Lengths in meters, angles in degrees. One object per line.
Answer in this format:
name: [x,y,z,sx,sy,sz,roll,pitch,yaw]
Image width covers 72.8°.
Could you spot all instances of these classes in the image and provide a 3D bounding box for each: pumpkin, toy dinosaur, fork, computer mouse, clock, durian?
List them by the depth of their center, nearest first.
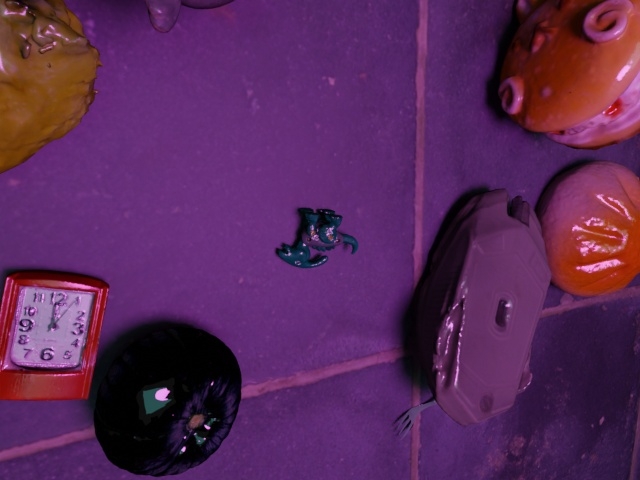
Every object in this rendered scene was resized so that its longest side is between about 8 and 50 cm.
durian: [-0.404,-0.156,0.403,0.340,0.204,0.256,-40,93,-5]
clock: [-0.341,0.117,0.550,0.113,0.061,0.155,11,92,-27]
pumpkin: [-0.201,0.214,0.589,0.202,0.140,0.202,-20,119,-41]
toy dinosaur: [0.000,0.000,0.694,0.132,0.059,0.096,6,106,-18]
computer mouse: [0.289,0.115,0.804,0.228,0.145,0.428,24,77,-20]
fork: [0.244,0.320,0.887,0.235,0.021,0.039,-30,115,-19]

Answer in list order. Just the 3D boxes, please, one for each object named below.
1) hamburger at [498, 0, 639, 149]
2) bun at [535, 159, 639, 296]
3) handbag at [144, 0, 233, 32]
hamburger: [0.435,-0.320,0.732,0.186,0.261,0.302,16,75,-23]
bun: [0.605,-0.018,0.913,0.299,0.165,0.298,-6,104,-25]
handbag: [-0.154,-0.317,0.422,0.326,0.269,0.118,-24,147,-31]
